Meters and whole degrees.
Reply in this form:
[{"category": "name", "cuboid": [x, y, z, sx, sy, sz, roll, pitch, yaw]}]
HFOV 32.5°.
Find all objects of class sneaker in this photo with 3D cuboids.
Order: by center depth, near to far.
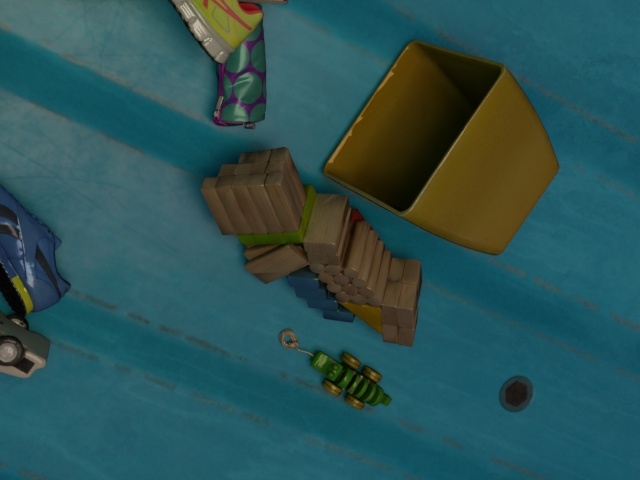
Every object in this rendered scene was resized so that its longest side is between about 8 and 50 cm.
[{"category": "sneaker", "cuboid": [-0.139, -0.302, 1.226, 0.094, 0.081, 0.208, -35, 127, 3]}, {"category": "sneaker", "cuboid": [-0.365, -0.014, 1.304, 0.082, 0.069, 0.209, -32, 110, -30]}]

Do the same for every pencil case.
[{"category": "pencil case", "cuboid": [-0.102, -0.214, 1.341, 0.070, 0.064, 0.151, -11, 105, -40]}]

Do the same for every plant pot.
[{"category": "plant pot", "cuboid": [0.169, -0.101, 1.386, 0.187, 0.212, 0.212, 35, 89, -34]}]

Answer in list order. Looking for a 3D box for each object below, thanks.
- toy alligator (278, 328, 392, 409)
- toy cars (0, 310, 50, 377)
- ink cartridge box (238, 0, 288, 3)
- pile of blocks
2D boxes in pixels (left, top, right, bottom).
[{"category": "toy alligator", "cuboid": [0.026, 0.179, 1.467, 0.190, 0.051, 0.056, 34, 89, -20]}, {"category": "toy cars", "cuboid": [-0.469, 0.084, 1.199, 0.087, 0.176, 0.394, -54, 145, 5]}, {"category": "ink cartridge box", "cuboid": [-0.183, -0.428, 1.244, 0.307, 0.072, 0.303, -1, 109, -16]}, {"category": "pile of blocks", "cuboid": [0.000, 0.000, 1.410, 0.362, 0.149, 0.112, 43, 43, -29]}]
